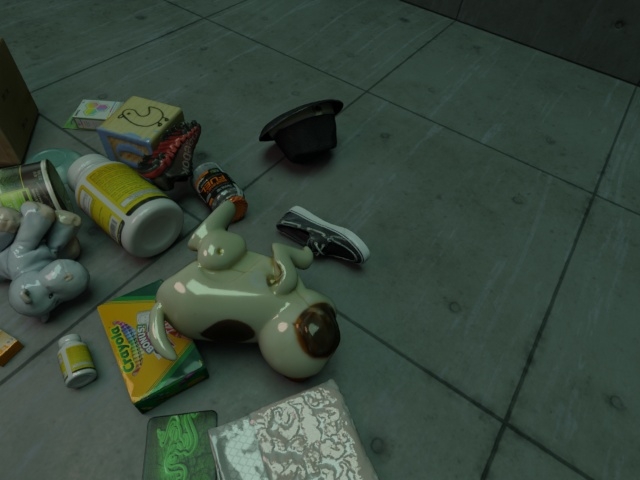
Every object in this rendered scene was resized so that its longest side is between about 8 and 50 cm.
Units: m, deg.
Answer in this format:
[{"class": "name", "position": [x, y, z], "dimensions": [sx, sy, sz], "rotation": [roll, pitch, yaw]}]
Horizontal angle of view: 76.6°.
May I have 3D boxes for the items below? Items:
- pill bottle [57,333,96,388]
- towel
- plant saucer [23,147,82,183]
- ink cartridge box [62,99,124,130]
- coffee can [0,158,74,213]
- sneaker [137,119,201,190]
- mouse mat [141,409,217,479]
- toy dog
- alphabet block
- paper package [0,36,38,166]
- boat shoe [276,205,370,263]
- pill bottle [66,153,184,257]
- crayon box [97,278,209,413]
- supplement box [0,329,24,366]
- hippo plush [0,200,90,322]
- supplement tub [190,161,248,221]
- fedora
[{"class": "pill bottle", "position": [-0.575, 0.280, 0.951], "dimensions": [0.065, 0.065, 0.116], "rotation": [-25, 59, -23]}, {"class": "towel", "position": [-0.045, 0.495, 0.843], "dimensions": [0.318, 0.053, 0.331], "rotation": [-14, 56, -18]}, {"class": "plant saucer", "position": [-0.900, -0.257, 1.356], "dimensions": [0.195, 0.037, 0.194], "rotation": [3, 52, -4]}, {"class": "ink cartridge box", "position": [-0.843, -0.466, 1.509], "dimensions": [0.210, 0.062, 0.108], "rotation": [3, 53, -3]}, {"class": "coffee can", "position": [-0.873, -0.097, 1.128], "dimensions": [0.276, 0.201, 0.201], "rotation": [-20, 57, -20]}, {"class": "sneaker", "position": [-0.442, -0.259, 1.255], "dimensions": [0.098, 0.135, 0.275], "rotation": [1, 49, 26]}, {"class": "mouse mat", "position": [-0.300, 0.469, 0.869], "dimensions": [0.153, 0.007, 0.189], "rotation": [-4, 52, -9]}, {"class": "toy dog", "position": [-0.140, 0.151, 0.948], "dimensions": [0.408, 0.284, 0.395], "rotation": [29, 35, 3]}, {"class": "alphabet block", "position": [-0.575, -0.330, 1.349], "dimensions": [0.193, 0.193, 0.197], "rotation": [17, 52, 5]}, {"class": "paper package", "position": [-1.087, -0.443, 1.309], "dimensions": [0.168, 0.309, 0.324], "rotation": [-6, 54, -14]}, {"class": "boat shoe", "position": [0.000, 0.000, 1.205], "dimensions": [0.302, 0.108, 0.102], "rotation": [31, 55, 20]}, {"class": "pill bottle", "position": [-0.575, -0.112, 1.180], "dimensions": [0.334, 0.187, 0.188], "rotation": [36, 57, 20]}, {"class": "crayon box", "position": [-0.407, 0.246, 0.984], "dimensions": [0.166, 0.081, 0.278], "rotation": [-25, 59, -24]}, {"class": "supplement box", "position": [-0.779, 0.248, 0.972], "dimensions": [0.099, 0.036, 0.062], "rotation": [23, 53, 13]}, {"class": "hippo plush", "position": [-0.719, 0.060, 1.001], "dimensions": [0.295, 0.234, 0.236], "rotation": [-27, 59, -25]}, {"class": "supplement tub", "position": [-0.319, -0.151, 1.282], "dimensions": [0.117, 0.116, 0.190], "rotation": [-30, 61, -26]}, {"class": "fedora", "position": [-0.045, -0.366, 1.434], "dimensions": [0.334, 0.334, 0.152], "rotation": [-24, 93, -23]}]
